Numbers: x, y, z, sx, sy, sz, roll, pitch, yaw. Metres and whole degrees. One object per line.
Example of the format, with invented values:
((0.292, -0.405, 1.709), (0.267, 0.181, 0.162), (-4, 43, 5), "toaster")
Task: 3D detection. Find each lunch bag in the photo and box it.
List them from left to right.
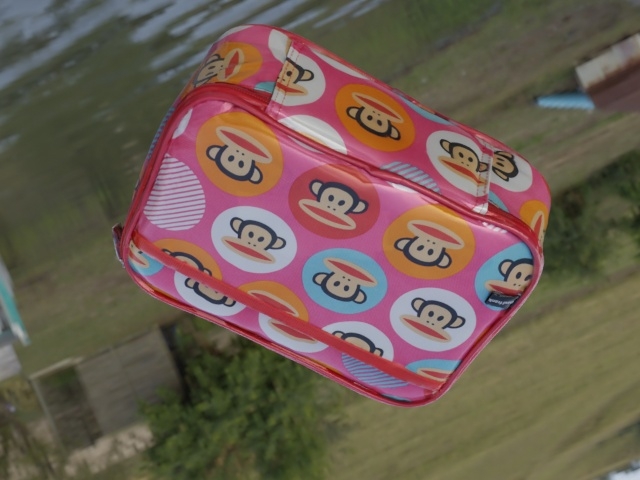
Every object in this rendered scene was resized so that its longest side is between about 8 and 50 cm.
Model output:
((0.000, 0.000, 0.866), (0.258, 0.293, 0.120), (-58, -171, 42), "lunch bag")
